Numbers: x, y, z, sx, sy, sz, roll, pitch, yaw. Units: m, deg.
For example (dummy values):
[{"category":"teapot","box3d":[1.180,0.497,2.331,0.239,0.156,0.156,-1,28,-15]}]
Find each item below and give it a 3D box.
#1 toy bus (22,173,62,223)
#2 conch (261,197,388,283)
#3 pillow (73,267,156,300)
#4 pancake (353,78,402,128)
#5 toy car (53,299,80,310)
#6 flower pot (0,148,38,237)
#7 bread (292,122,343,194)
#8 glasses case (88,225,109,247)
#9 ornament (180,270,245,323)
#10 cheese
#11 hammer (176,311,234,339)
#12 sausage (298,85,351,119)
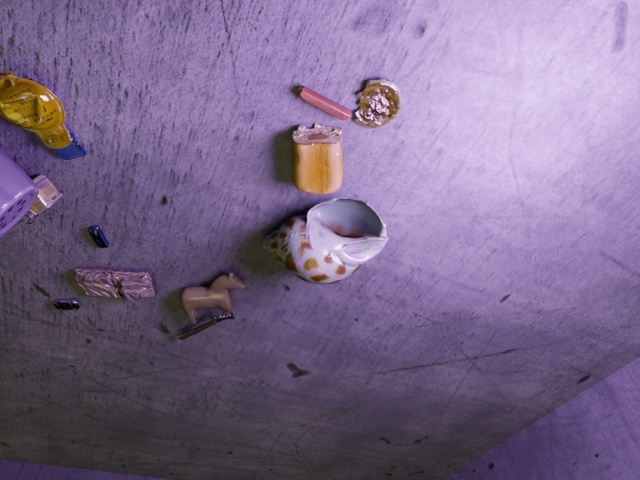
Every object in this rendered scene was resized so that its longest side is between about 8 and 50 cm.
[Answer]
[{"category":"toy bus","box3d":[-0.856,-0.093,1.179,0.268,0.092,0.106,-17,121,12]},{"category":"conch","box3d":[0.001,0.000,1.231,0.367,0.197,0.250,3,94,0]},{"category":"pillow","box3d":[-0.684,0.150,1.428,0.248,0.049,0.135,4,136,-2]},{"category":"pancake","box3d":[0.143,-0.334,1.050,0.116,0.023,0.130,1,136,-3]},{"category":"toy car","box3d":[-0.888,0.226,1.500,0.093,0.025,0.041,-2,133,4]},{"category":"flower pot","box3d":[-0.830,-0.133,0.998,0.243,0.265,0.265,36,122,-16]},{"category":"bread","box3d":[-0.007,-0.208,1.112,0.134,0.085,0.173,-2,130,-6]},{"category":"glasses case","box3d":[-0.678,-0.007,1.303,0.033,0.023,0.083,-8,131,0]},{"category":"ornament","box3d":[-0.366,0.194,1.470,0.230,0.061,0.245,-2,136,-1]},{"category":"cheese","box3d":[-0.673,-0.291,1.026,0.156,0.064,0.250,-10,141,7]},{"category":"hammer","box3d":[-0.428,0.313,1.547,0.297,0.027,0.125,-28,161,32]},{"category":"sausage","box3d":[0.009,-0.333,1.038,0.147,0.030,0.035,20,127,-19]}]
